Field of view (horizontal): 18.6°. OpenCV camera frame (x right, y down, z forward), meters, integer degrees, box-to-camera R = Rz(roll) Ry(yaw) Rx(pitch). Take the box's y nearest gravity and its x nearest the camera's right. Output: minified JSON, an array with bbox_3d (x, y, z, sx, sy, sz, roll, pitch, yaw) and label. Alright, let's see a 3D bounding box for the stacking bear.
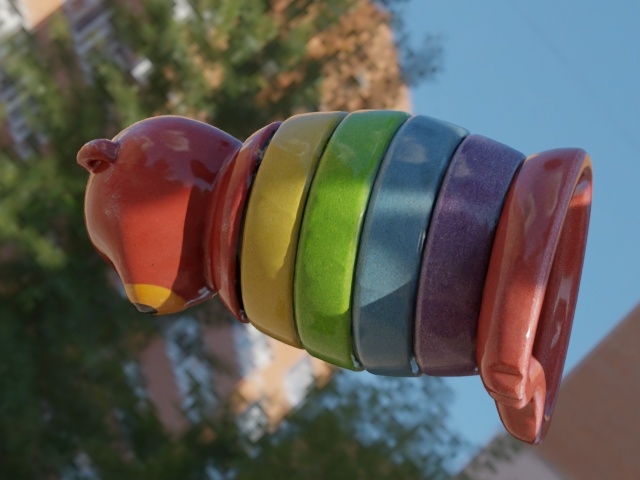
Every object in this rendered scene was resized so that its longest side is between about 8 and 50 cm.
[{"bbox_3d":[0.000,0.000,1.132,0.289,0.164,0.175,11,-14,14],"label":"stacking bear"}]
